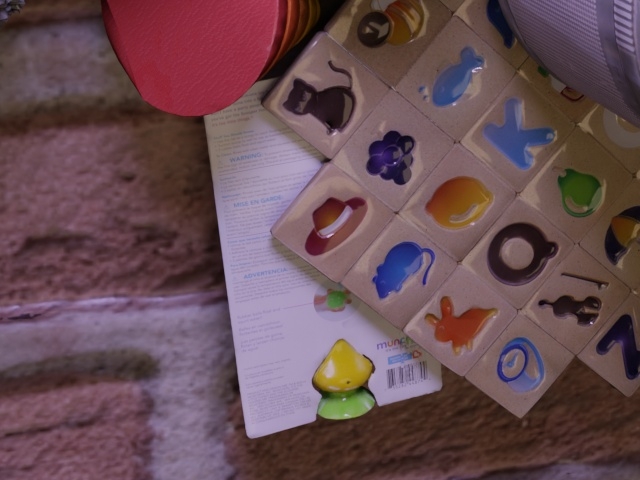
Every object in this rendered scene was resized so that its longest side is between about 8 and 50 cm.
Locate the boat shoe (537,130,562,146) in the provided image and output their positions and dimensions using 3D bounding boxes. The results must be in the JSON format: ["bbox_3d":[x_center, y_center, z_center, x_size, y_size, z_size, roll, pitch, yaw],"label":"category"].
[{"bbox_3d":[0.107,-0.066,1.054,0.100,0.035,0.035,-19,97,3],"label":"boat shoe"}]

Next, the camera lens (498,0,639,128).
[{"bbox_3d":[0.229,-0.150,0.868,0.219,0.274,0.219,-7,112,-16],"label":"camera lens"}]

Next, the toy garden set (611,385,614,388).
[{"bbox_3d":[0.319,0.055,1.169,0.244,0.049,0.204,-26,124,3],"label":"toy garden set"}]

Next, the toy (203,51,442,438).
[{"bbox_3d":[0.000,0.000,1.046,0.137,0.056,0.237,-12,113,-14],"label":"toy"}]

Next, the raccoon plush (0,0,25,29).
[{"bbox_3d":[-0.206,-0.116,0.733,0.446,0.299,0.216,-27,134,22],"label":"raccoon plush"}]

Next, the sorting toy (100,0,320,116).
[{"bbox_3d":[0.039,-0.206,0.879,0.365,0.127,0.126,-43,162,28],"label":"sorting toy"}]

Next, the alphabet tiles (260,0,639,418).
[{"bbox_3d":[0.140,-0.052,1.036,0.342,0.011,0.285,37,95,-26],"label":"alphabet tiles"}]
